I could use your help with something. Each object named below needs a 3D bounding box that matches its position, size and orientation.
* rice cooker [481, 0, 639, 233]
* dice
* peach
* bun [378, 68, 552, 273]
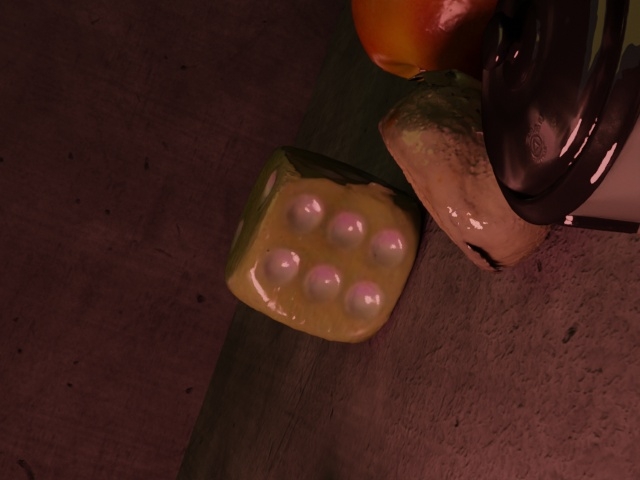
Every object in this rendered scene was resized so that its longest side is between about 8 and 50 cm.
[{"bbox_3d":[0.225,-0.124,0.553,0.280,0.226,0.241,-104,22,-65],"label":"rice cooker"},{"bbox_3d":[0.000,0.000,1.272,0.250,0.251,0.255,-130,61,-74],"label":"dice"},{"bbox_3d":[0.190,-0.393,1.003,0.381,0.242,0.306,-65,11,-1],"label":"peach"},{"bbox_3d":[0.168,-0.083,0.858,0.141,0.239,0.239,-35,21,8],"label":"bun"}]
